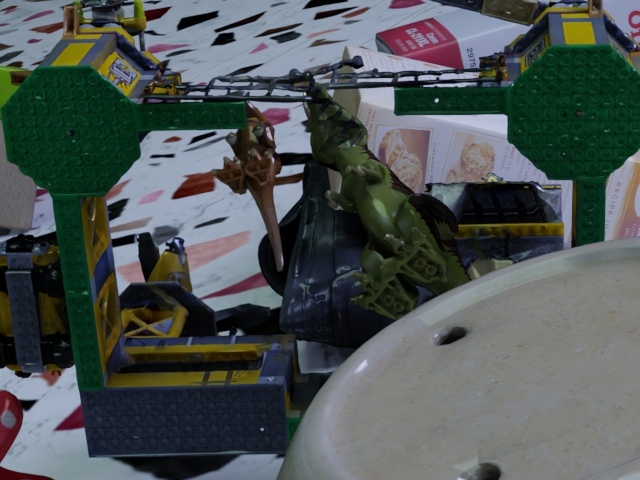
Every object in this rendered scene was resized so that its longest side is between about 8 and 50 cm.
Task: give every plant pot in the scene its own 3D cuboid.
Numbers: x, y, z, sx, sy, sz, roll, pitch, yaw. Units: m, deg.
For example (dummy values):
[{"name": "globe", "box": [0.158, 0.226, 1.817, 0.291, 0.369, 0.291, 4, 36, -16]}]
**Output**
[{"name": "plant pot", "box": [0.088, 0.111, 0.445, 0.284, 0.191, 0.284, -18, 21, 7]}]

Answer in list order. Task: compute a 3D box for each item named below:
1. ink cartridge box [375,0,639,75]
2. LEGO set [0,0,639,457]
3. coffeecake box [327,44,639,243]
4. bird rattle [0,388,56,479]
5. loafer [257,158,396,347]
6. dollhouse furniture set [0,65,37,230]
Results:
[{"name": "ink cartridge box", "box": [0.138, -0.094, 1.118, 0.175, 0.127, 0.072, -17, 20, -5]}, {"name": "LEGO set", "box": [0.012, -0.019, 0.827, 0.331, 0.255, 0.192, -9, 21, 9]}, {"name": "coffeecake box", "box": [0.101, -0.051, 1.004, 0.186, 0.068, 0.142, 12, 18, -6]}, {"name": "bird rattle", "box": [-0.230, 0.158, 0.774, 0.254, 0.143, 0.207, -6, 29, -12]}, {"name": "loafer", "box": [0.000, 0.000, 1.034, 0.078, 0.076, 0.223, -6, 22, -3]}, {"name": "dollhouse furniture set", "box": [-0.281, -0.079, 1.492, 0.198, 0.151, 0.301, 9, 5, 7]}]
